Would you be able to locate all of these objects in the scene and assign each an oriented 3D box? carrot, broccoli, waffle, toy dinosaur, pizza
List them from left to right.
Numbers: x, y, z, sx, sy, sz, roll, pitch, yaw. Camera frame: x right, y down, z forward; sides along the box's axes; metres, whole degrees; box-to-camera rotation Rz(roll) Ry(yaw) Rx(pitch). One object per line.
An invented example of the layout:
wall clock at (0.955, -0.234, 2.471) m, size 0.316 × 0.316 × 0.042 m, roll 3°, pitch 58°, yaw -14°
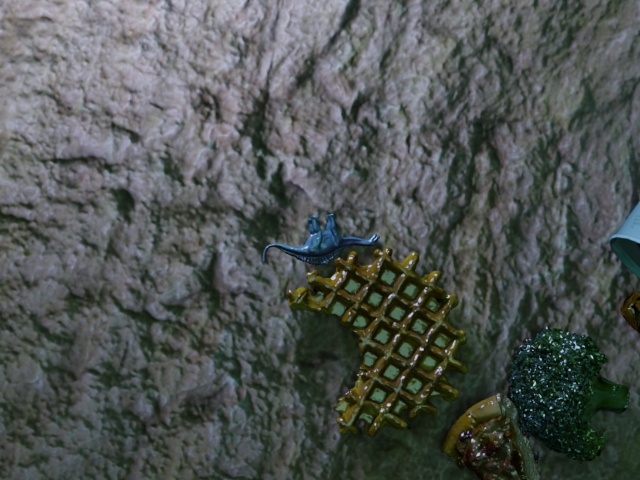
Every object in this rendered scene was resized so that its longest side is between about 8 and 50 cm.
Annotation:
toy dinosaur at (0.000, 0.000, 1.808) m, size 0.198 × 0.045 × 0.080 m, roll -9°, pitch 90°, yaw -12°
waffle at (0.103, 0.154, 1.795) m, size 0.260 × 0.069 × 0.292 m, roll -18°, pitch 86°, yaw -6°
pizza at (0.276, 0.350, 1.741) m, size 0.154 × 0.069 × 0.194 m, roll -48°, pitch 67°, yaw 25°
broccoli at (0.409, 0.242, 1.766) m, size 0.194 × 0.194 × 0.219 m, roll -4°, pitch 63°, yaw -3°
carrot at (0.592, 0.160, 1.817) m, size 0.229 × 0.069 × 0.069 m, roll 32°, pitch 86°, yaw -1°

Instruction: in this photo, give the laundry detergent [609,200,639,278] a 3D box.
laundry detergent at (0.648, -0.041, 1.717) m, size 0.287 × 0.287 × 0.305 m, roll 36°, pitch 86°, yaw 0°
